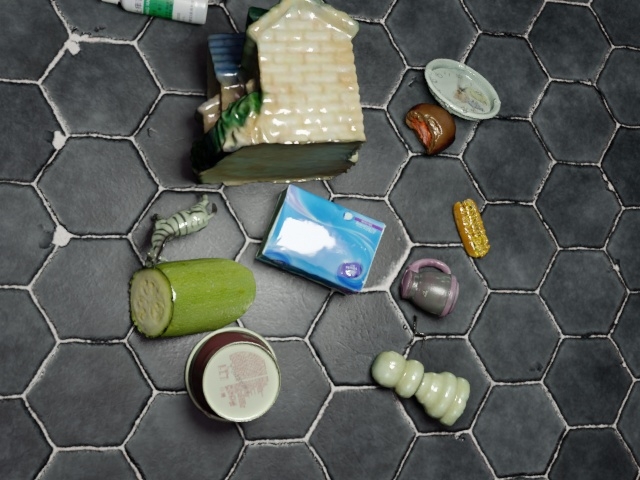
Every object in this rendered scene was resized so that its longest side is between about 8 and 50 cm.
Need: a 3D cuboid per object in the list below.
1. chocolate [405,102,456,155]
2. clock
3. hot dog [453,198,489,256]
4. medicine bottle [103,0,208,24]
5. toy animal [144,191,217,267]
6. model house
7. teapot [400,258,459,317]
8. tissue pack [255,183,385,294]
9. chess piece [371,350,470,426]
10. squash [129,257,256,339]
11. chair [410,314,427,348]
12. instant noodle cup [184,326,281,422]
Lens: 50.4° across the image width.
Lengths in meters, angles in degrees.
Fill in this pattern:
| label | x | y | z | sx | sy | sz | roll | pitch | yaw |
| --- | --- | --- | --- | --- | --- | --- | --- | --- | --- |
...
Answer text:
| label | x | y | z | sx | sy | sz | roll | pitch | yaw |
| --- | --- | --- | --- | --- | --- | --- | --- | --- | --- |
| chocolate | 0.293 | -0.307 | 1.825 | 0.133 | 0.124 | 0.127 | 58 | 41 | -26 |
| clock | 0.381 | -0.406 | 1.870 | 0.236 | 0.053 | 0.236 | 15 | 46 | -16 |
| hot dog | 0.413 | -0.031 | 1.862 | 0.071 | 0.045 | 0.165 | -16 | 86 | -17 |
| medicine bottle | -0.415 | -0.612 | 1.713 | 0.260 | 0.095 | 0.095 | 7 | 81 | -11 |
| toy animal | -0.336 | -0.028 | 1.608 | 0.217 | 0.176 | 0.073 | -29 | 120 | -15 |
| model house | -0.108 | -0.358 | 1.576 | 0.395 | 0.445 | 0.400 | -2 | 85 | -12 |
| teapot | 0.284 | 0.115 | 1.780 | 0.146 | 0.116 | 0.148 | 16 | 83 | -1 |
| tissue pack | 0.000 | 0.000 | 1.705 | 0.263 | 0.146 | 0.198 | 23 | 79 | -10 |
| chess piece | 0.245 | 0.360 | 1.733 | 0.243 | 0.133 | 0.133 | 28 | 77 | -4 |
| squash | -0.313 | 0.137 | 1.676 | 0.260 | 0.189 | 0.189 | -5 | 83 | -50 |
| chair | 0.262 | 0.240 | 1.793 | 0.042 | 0.037 | 0.086 | 8 | 85 | -1 |
| instant noodle cup | -0.194 | 0.322 | 1.597 | 0.234 | 0.178 | 0.235 | 1 | 85 | -15 |
